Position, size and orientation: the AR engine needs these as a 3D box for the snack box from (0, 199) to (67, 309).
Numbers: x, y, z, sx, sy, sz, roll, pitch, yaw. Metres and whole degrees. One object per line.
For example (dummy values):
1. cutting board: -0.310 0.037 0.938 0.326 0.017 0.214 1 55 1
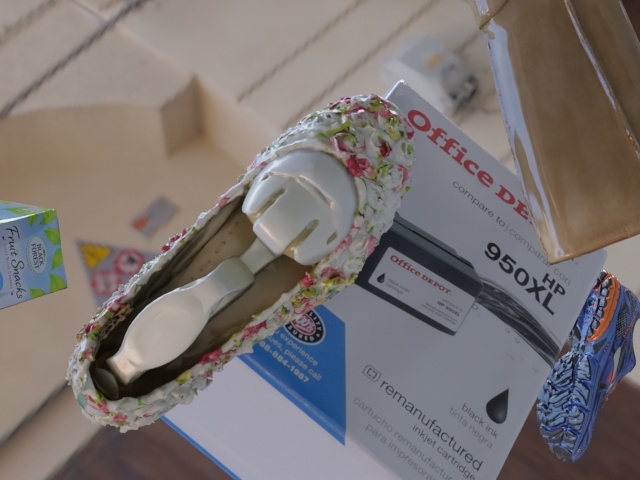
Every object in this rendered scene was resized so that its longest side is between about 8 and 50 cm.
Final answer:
1. snack box: -0.322 0.021 1.076 0.207 0.174 0.070 -19 -70 -44

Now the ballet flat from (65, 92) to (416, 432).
1. ballet flat: -0.039 0.015 0.781 0.241 0.091 0.077 -46 -3 0

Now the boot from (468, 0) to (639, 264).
1. boot: 0.231 -0.144 1.098 0.236 0.269 0.089 -21 -8 1

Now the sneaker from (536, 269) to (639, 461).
1. sneaker: 0.317 0.149 1.667 0.087 0.083 0.221 20 -93 -29

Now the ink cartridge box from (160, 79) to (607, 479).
1. ink cartridge box: 0.064 0.077 1.380 0.166 0.285 0.395 -45 6 47
